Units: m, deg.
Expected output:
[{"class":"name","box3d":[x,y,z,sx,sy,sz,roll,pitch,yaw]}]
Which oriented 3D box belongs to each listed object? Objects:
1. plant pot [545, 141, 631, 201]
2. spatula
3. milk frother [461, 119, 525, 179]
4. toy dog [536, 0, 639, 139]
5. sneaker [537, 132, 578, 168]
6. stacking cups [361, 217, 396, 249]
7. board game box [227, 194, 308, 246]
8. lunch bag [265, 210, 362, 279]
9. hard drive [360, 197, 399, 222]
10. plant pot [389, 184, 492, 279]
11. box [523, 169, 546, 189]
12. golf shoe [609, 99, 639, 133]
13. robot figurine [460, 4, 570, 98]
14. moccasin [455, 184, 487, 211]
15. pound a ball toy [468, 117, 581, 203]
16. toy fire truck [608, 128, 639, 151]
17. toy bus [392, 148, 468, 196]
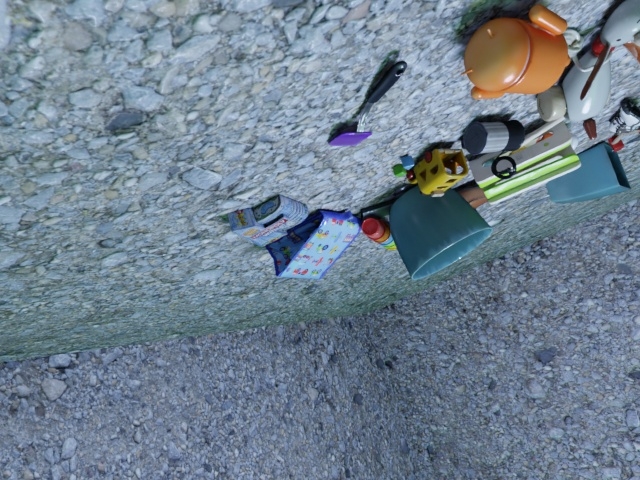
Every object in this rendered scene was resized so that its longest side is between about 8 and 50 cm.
[{"class":"plant pot","box3d":[0.984,-0.229,1.696,0.166,0.165,0.234,0,162,-44]},{"class":"spatula","box3d":[0.098,-0.267,0.938,0.084,0.030,0.296,-7,160,-23]},{"class":"milk frother","box3d":[0.454,-0.235,1.194,0.135,0.143,0.129,-10,165,-23]},{"class":"toy dog","box3d":[0.611,-0.341,0.992,0.220,0.160,0.334,-24,161,18]},{"class":"sneaker","box3d":[0.762,-0.296,1.441,0.094,0.080,0.212,-28,170,-7]},{"class":"stacking cups","box3d":[0.230,-0.031,1.643,0.096,0.095,0.316,-23,164,16]},{"class":"board game box","box3d":[-0.158,-0.054,1.288,0.194,0.060,0.194,-26,161,25]},{"class":"lunch bag","box3d":[0.000,0.000,1.524,0.293,0.138,0.221,-39,151,29]},{"class":"hard drive","box3d":[0.206,-0.102,1.550,0.135,0.022,0.094,-18,162,-1]},{"class":"plant pot","box3d":[0.359,-0.048,1.469,0.293,0.235,0.293,-27,160,-11]},{"class":"box","box3d":[0.684,-0.226,1.566,0.324,0.067,0.063,1,154,-43]},{"class":"golf shoe","box3d":[0.926,-0.361,1.376,0.198,0.077,0.094,4,153,-47]},{"class":"robot figurine","box3d":[0.356,-0.336,0.827,0.220,0.128,0.158,-8,-172,-30]},{"class":"moccasin","box3d":[0.469,-0.085,1.646,0.380,0.146,0.139,-26,161,24]},{"class":"pound a ball toy","box3d":[0.591,-0.267,1.304,0.319,0.135,0.208,-26,135,25]},{"class":"toy fire truck","box3d":[1.055,-0.372,1.510,0.135,0.047,0.192,-21,161,16]},{"class":"toy bus","box3d":[0.321,-0.177,1.278,0.191,0.104,0.202,-19,163,21]}]
